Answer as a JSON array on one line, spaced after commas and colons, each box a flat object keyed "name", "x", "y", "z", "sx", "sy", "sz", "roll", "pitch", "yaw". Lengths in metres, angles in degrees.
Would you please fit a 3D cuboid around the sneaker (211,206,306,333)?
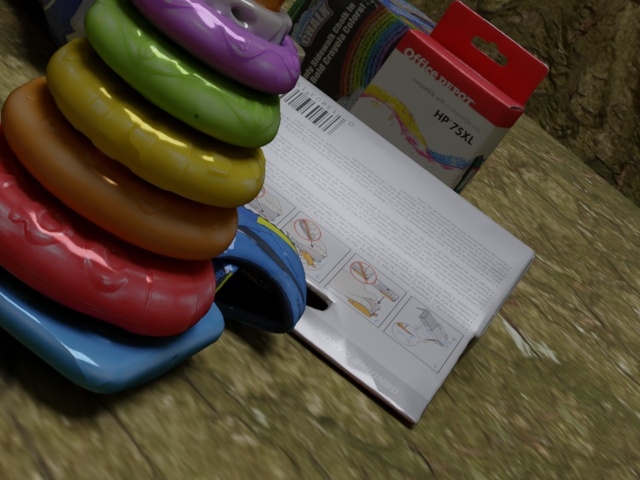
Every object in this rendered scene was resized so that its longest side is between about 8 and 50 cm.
[{"name": "sneaker", "x": -0.097, "y": -0.006, "z": 0.767, "sx": 0.209, "sy": 0.069, "sz": 0.082, "roll": 31, "pitch": 20, "yaw": -17}]

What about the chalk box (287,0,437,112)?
[{"name": "chalk box", "x": 0.058, "y": -0.210, "z": 1.455, "sx": 0.179, "sy": 0.180, "sz": 0.289, "roll": 15, "pitch": 28, "yaw": -51}]

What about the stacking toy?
[{"name": "stacking toy", "x": -0.071, "y": -0.084, "z": 0.618, "sx": 0.166, "sy": 0.302, "sz": 0.175, "roll": 39, "pitch": 17, "yaw": 10}]

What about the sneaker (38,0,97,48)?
[{"name": "sneaker", "x": -0.248, "y": -0.258, "z": 1.104, "sx": 0.182, "sy": 0.127, "sz": 0.315, "roll": 29, "pitch": 10, "yaw": -9}]

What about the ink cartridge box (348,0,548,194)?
[{"name": "ink cartridge box", "x": 0.110, "y": -0.120, "z": 1.210, "sx": 0.134, "sy": 0.231, "sz": 0.078, "roll": 40, "pitch": 16, "yaw": 14}]

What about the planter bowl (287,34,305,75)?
[{"name": "planter bowl", "x": -0.083, "y": -0.170, "z": 1.181, "sx": 0.162, "sy": 0.109, "sz": 0.162, "roll": 32, "pitch": 17, "yaw": -11}]

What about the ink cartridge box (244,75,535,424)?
[{"name": "ink cartridge box", "x": 0.000, "y": 0.000, "z": 0.956, "sx": 0.296, "sy": 0.066, "sz": 0.261, "roll": 38, "pitch": 42, "yaw": 6}]
